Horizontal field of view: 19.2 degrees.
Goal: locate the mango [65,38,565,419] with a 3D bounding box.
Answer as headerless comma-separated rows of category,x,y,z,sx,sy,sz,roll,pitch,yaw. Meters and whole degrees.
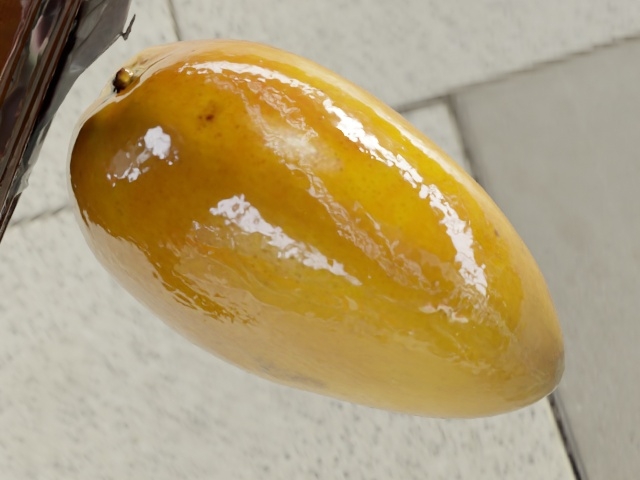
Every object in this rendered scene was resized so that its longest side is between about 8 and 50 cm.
mango,0.000,0.000,0.755,0.219,0.145,0.112,27,58,10

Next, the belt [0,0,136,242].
belt,-0.138,-0.059,0.668,0.105,0.261,0.184,23,33,-3
